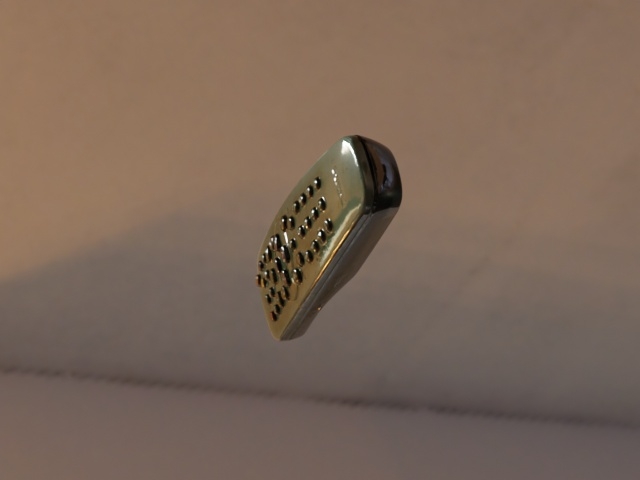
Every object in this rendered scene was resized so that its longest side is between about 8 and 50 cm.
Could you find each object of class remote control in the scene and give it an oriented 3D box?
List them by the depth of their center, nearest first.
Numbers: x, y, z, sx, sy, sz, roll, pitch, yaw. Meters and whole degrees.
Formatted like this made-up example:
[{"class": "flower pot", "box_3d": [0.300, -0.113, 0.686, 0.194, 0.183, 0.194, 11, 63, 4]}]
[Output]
[{"class": "remote control", "box_3d": [0.000, 0.000, 1.238, 0.042, 0.072, 0.222, -5, -23, -22]}]
